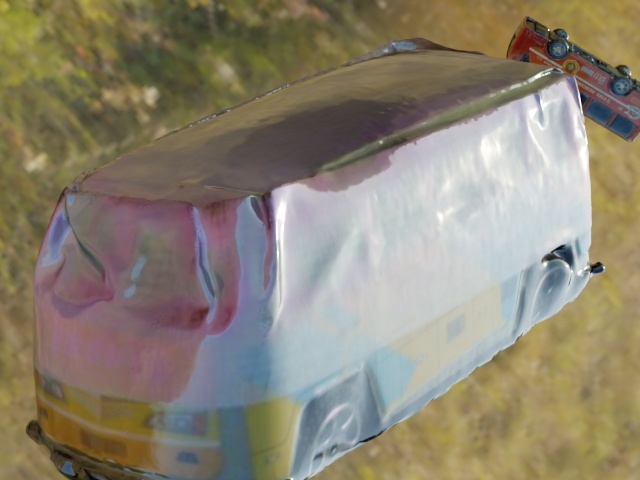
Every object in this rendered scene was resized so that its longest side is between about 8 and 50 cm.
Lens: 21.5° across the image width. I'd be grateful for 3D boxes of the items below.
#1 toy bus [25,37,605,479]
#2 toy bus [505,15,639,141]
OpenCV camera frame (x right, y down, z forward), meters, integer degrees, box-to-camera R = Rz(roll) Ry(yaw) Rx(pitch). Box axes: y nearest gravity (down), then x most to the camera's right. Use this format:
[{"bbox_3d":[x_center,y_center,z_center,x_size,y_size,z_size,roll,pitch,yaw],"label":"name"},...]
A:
[{"bbox_3d":[0.000,0.000,0.927,0.386,0.171,0.162,-28,118,-51],"label":"toy bus"},{"bbox_3d":[0.178,-0.111,1.159,0.043,0.110,0.031,-58,-175,25],"label":"toy bus"}]
